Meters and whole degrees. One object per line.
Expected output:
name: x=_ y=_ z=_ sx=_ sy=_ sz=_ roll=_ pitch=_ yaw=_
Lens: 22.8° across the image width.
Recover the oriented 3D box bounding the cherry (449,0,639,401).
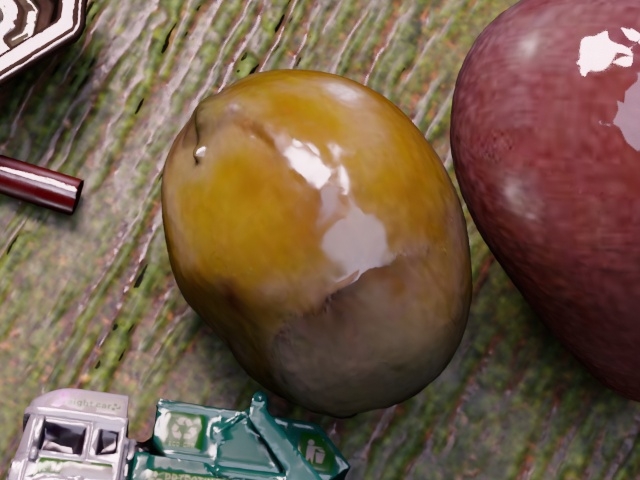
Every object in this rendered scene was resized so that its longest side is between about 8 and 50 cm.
cherry: x=0.200 y=-0.044 z=0.972 sx=0.221 sy=0.261 sz=0.307 roll=-6 pitch=99 yaw=33

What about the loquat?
loquat: x=0.000 y=0.000 z=0.966 sx=0.179 sy=0.179 sz=0.227 roll=-34 pitch=68 yaw=-13

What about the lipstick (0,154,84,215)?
lipstick: x=-0.242 y=-0.054 z=1.033 sx=0.177 sy=0.027 sz=0.027 roll=17 pitch=76 yaw=-1

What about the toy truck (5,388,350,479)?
toy truck: x=-0.083 y=0.150 z=0.968 sx=0.216 sy=0.110 sz=0.116 roll=9 pitch=64 yaw=-4

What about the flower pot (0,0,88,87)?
flower pot: x=-0.268 y=-0.191 z=1.031 sx=0.179 sy=0.084 sz=0.251 roll=-34 pitch=82 yaw=-12
